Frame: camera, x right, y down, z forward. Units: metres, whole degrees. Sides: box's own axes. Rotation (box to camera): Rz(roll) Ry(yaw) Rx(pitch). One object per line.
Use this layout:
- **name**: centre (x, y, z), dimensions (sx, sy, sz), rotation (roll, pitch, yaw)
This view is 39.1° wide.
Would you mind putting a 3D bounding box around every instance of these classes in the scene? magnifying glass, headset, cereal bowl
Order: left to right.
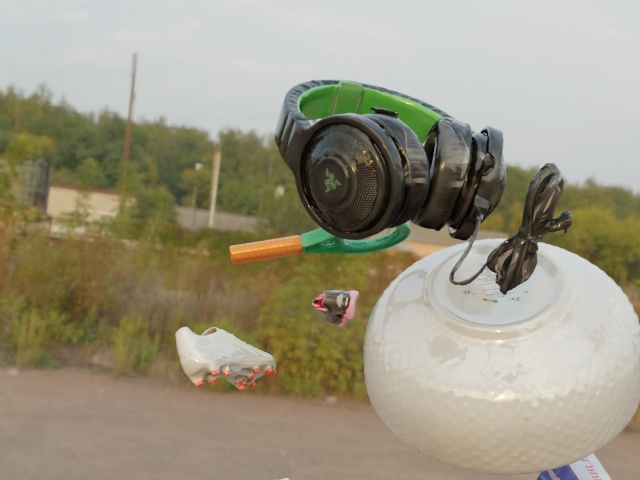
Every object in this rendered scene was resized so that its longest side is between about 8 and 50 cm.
- **magnifying glass**: centre (0.000, 0.000, 1.150), dimensions (0.230, 0.026, 0.092), rotation (-11, -22, -1)
- **headset**: centre (0.107, -0.089, 0.948), dimensions (0.243, 0.185, 0.394), rotation (0, 35, -28)
- **cereal bowl**: centre (0.212, 0.105, 1.078), dimensions (0.338, 0.141, 0.339), rotation (-8, 37, 6)

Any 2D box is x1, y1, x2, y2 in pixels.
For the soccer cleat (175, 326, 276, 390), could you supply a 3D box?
- **soccer cleat**: centre (-0.118, 0.149, 1.171), dimensions (0.068, 0.076, 0.196), rotation (-33, -21, 16)

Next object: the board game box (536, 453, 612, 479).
- **board game box**: centre (0.354, 0.507, 1.232), dimensions (0.065, 0.318, 0.319), rotation (8, 28, -21)

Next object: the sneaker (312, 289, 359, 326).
- **sneaker**: centre (0.015, 0.088, 1.233), dimensions (0.057, 0.047, 0.119), rotation (9, -16, -7)

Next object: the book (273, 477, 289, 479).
- **book**: centre (-0.056, 0.310, 0.956), dimensions (0.096, 0.035, 0.144), rotation (-18, -47, 3)
